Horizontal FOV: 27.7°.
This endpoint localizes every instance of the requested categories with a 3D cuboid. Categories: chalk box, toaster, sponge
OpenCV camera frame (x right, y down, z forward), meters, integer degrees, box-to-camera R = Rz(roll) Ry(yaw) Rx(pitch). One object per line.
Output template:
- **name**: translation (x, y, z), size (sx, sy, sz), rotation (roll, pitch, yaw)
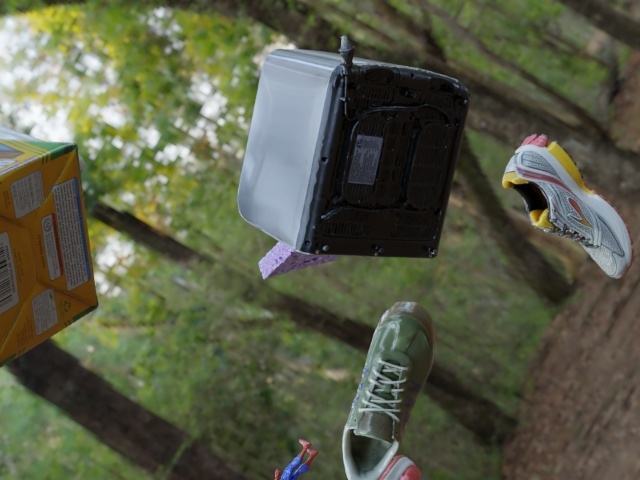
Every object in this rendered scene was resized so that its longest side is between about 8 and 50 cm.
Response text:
- **chalk box**: translation (-0.393, 0.002, 1.275), size (0.179, 0.289, 0.180), rotation (-35, -53, -56)
- **toaster**: translation (0.031, -0.080, 1.110), size (0.168, 0.110, 0.185), rotation (1, -76, -43)
- **sponge**: translation (0.000, 0.000, 1.792), size (0.117, 0.031, 0.210), rotation (-13, -11, -24)

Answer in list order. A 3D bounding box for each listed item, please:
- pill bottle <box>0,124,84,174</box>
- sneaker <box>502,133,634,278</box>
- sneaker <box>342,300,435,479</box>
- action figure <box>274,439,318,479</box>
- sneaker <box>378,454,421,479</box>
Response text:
- **pill bottle**: translation (-0.440, -0.017, 1.800), size (0.153, 0.153, 0.264), rotation (45, -115, -86)
- **sneaker**: translation (0.328, -0.032, 1.743), size (0.093, 0.225, 0.088), rotation (-46, 6, -21)
- **sneaker**: translation (0.064, 0.158, 1.256), size (0.086, 0.064, 0.192), rotation (-69, -4, -57)
- **action figure**: translation (-0.046, 0.321, 1.727), size (0.115, 0.030, 0.038), rotation (-58, -41, -26)
- **sneaker**: translation (0.097, 0.311, 1.357), size (0.087, 0.128, 0.221), rotation (-64, -11, 23)
